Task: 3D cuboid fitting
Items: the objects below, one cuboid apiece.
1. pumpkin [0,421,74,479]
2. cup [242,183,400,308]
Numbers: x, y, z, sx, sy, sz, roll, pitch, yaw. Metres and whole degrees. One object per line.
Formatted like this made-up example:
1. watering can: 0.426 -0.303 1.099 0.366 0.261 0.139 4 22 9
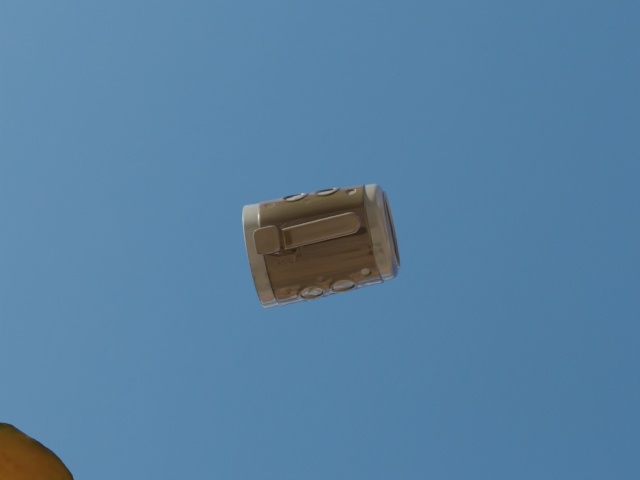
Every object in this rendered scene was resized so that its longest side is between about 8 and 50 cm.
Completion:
1. pumpkin: -0.237 0.277 1.440 0.317 0.222 0.139 53 -42 13
2. cup: -0.001 -0.006 1.291 0.099 0.102 0.074 -12 -124 5
